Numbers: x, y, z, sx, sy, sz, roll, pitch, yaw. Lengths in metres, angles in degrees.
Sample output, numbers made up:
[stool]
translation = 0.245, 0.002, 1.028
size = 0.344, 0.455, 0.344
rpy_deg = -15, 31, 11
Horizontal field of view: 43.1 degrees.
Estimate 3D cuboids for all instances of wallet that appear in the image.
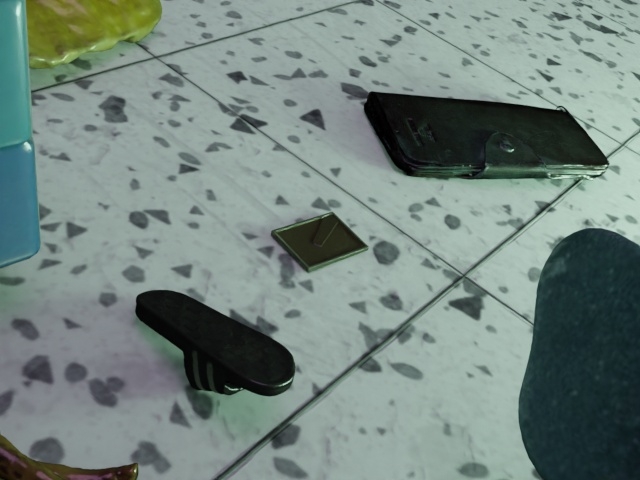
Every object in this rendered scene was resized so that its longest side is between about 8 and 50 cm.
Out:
[wallet]
translation = 0.228, -0.141, 1.097
size = 0.318, 0.045, 0.172
rpy_deg = 1, 40, -20

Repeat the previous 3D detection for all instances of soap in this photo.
[soap]
translation = -0.436, -0.366, 1.032
size = 0.427, 0.115, 0.306
rpy_deg = 27, 42, 10

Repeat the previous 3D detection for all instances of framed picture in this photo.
[framed picture]
translation = 0.000, 0.000, 0.862
size = 0.089, 0.007, 0.066
rpy_deg = -20, 52, -39

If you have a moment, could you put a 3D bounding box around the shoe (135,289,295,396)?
[shoe]
translation = -0.092, 0.096, 0.681
size = 0.179, 0.049, 0.071
rpy_deg = 25, 22, 36

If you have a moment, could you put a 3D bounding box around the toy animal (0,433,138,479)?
[toy animal]
translation = -0.239, 0.135, 0.565
size = 0.275, 0.054, 0.149
rpy_deg = 35, 39, 21

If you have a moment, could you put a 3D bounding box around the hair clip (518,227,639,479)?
[hair clip]
translation = 0.264, 0.212, 0.462
size = 0.238, 0.318, 0.392
rpy_deg = 22, 8, -19

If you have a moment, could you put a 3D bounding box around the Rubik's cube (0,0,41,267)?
[Rubik's cube]
translation = -0.434, -0.151, 0.557
size = 0.346, 0.344, 0.347
rpy_deg = -23, 46, -39
